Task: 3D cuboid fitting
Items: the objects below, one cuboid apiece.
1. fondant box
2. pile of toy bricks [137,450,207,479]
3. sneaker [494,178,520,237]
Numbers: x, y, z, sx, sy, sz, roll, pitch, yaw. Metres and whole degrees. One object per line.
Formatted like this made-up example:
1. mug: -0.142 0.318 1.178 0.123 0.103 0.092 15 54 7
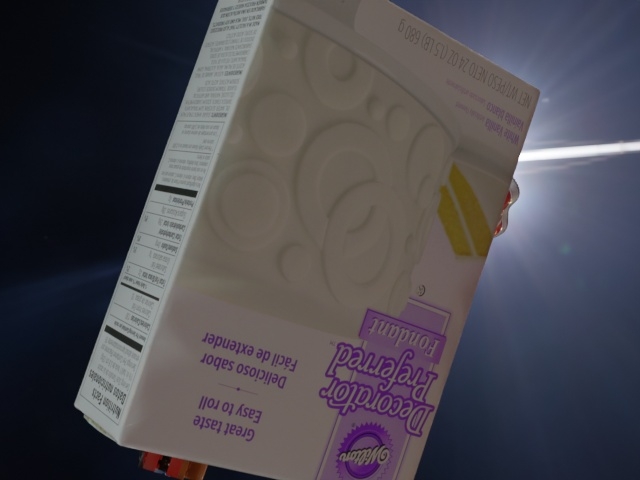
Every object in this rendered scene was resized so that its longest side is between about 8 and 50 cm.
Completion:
1. fondant box: 0.000 0.000 0.697 0.238 0.096 0.330 21 -94 -32
2. pile of toy bricks: -0.090 0.145 0.854 0.105 0.212 0.118 19 -89 -10
3. sneaker: 0.174 -0.026 1.079 0.067 0.042 0.118 -28 -23 -15
